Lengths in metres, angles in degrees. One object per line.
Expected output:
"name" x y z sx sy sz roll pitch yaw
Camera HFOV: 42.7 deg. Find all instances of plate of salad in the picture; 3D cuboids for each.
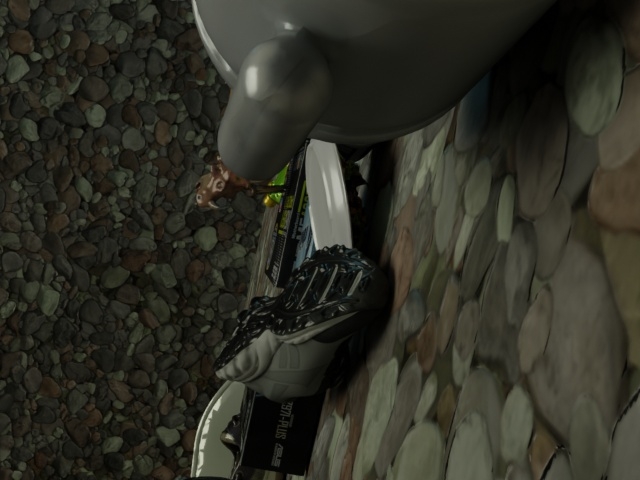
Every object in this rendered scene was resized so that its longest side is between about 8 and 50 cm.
"plate of salad" 0.020 -0.031 0.843 0.200 0.048 0.200 173 90 -82

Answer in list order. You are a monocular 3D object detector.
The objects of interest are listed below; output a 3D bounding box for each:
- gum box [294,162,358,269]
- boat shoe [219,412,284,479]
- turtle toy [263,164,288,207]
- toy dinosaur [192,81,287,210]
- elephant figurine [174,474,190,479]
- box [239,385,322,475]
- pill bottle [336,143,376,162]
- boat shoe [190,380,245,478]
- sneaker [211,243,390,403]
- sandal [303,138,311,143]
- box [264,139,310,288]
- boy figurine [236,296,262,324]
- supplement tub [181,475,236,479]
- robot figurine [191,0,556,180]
"gum box" 0.000 0.000 1.053 0.157 0.041 0.184 142 140 -79
"boat shoe" -0.092 0.276 1.122 0.103 0.092 0.285 118 162 -66
"turtle toy" -0.054 -0.107 1.549 0.095 0.066 0.130 -48 18 26
"toy dinosaur" -0.082 -0.175 1.237 0.295 0.127 0.200 -52 31 44
"elephant figurine" -0.140 0.443 1.007 0.186 0.169 0.239 -51 31 43
"box" -0.047 0.176 0.989 0.180 0.077 0.147 -125 48 -81
"pill bottle" 0.036 -0.125 0.867 0.120 0.067 0.067 140 141 -79
"boat shoe" -0.130 0.341 1.251 0.099 0.116 0.319 37 -110 -71
"sneaker" -0.004 0.089 0.783 0.271 0.108 0.100 -39 18 55
"sandal" -0.017 -0.220 1.485 0.254 0.054 0.097 122 158 -71
"box" -0.031 -0.037 1.280 0.270 0.060 0.216 -156 79 -83
"boy figurine" -0.119 0.231 1.372 0.177 0.092 0.285 -52 -14 -56
"supplement tub" -0.090 0.304 0.653 0.316 0.194 0.193 134 146 -78
"robot figurine" 0.031 -0.172 0.442 0.300 0.200 0.353 -59 3 -14
